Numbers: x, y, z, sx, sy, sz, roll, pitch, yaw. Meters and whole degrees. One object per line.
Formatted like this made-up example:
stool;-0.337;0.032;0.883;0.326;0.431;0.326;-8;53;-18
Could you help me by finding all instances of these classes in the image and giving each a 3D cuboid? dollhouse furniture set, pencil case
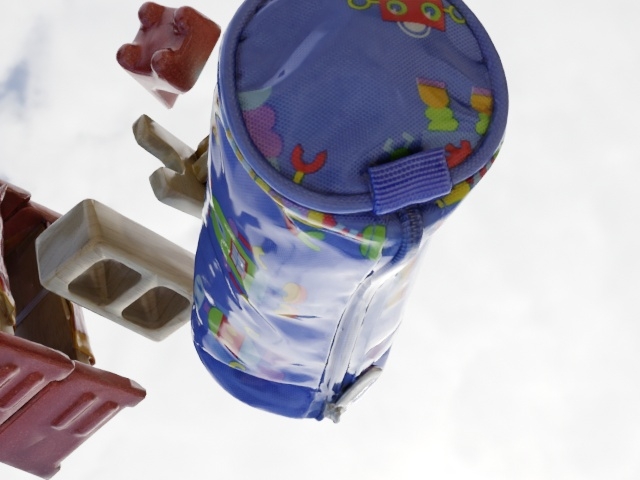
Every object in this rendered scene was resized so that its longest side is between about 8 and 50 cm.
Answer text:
dollhouse furniture set;-0.155;-0.014;0.809;0.152;0.374;0.201;34;-156;-46
pencil case;0.000;0.000;0.543;0.119;0.306;0.133;-20;-111;-17
